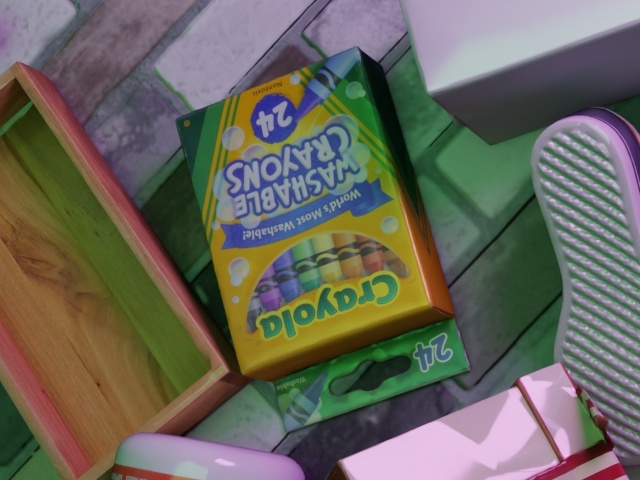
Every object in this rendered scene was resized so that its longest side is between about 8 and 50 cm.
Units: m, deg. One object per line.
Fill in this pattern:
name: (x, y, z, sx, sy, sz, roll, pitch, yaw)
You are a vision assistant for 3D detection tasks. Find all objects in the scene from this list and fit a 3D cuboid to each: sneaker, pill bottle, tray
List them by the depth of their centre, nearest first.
sneaker: (0.274, 0.035, 1.696, 0.126, 0.127, 0.321, -3, 103, 26)
pill bottle: (-0.125, 0.347, 1.747, 0.181, 0.181, 0.323, 7, 82, 22)
tray: (-0.264, 0.038, 1.918, 0.203, 0.076, 0.411, -40, 68, 10)

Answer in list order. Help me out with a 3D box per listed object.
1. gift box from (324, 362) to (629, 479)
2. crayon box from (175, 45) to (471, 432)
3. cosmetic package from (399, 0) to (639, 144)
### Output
gift box: (0.156, 0.271, 1.581, 0.258, 0.276, 0.255, -20, 74, -24)
crayon box: (0.000, 0.000, 1.819, 0.203, 0.083, 0.323, -21, 74, 16)
cosmetic package: (0.278, -0.230, 1.688, 0.385, 0.217, 0.156, -17, 75, 15)
